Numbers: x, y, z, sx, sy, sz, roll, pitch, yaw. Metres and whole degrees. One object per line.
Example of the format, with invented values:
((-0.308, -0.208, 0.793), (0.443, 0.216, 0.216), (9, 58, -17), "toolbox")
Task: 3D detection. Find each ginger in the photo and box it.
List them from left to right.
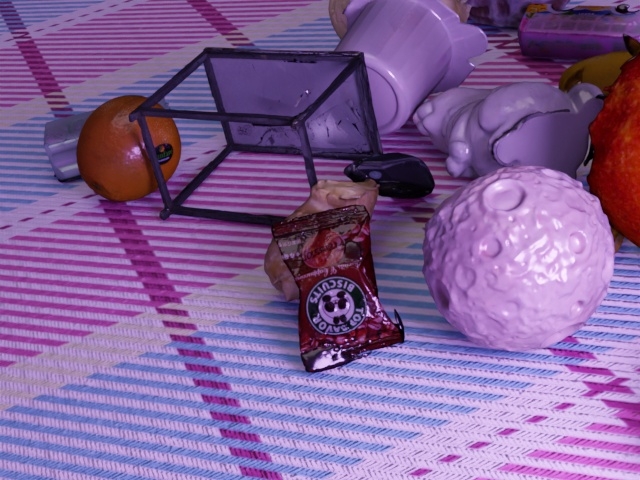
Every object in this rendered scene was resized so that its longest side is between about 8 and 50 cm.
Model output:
((0.000, 0.000, 1.734), (0.138, 0.152, 0.267), (22, 63, 8), "ginger")

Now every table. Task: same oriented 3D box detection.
((-0.108, -0.182, 1.971), (0.335, 0.222, 0.272), (6, 36, 28), "table")

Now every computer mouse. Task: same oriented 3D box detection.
((0.120, -0.115, 1.850), (0.106, 0.192, 0.062), (-8, 73, 41), "computer mouse")

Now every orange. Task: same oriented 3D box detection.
((-0.356, -0.169, 2.067), (0.206, 0.206, 0.206), (-9, 33, 6), "orange")

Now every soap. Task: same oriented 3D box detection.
((-0.421, -0.212, 2.242), (0.261, 0.094, 0.150), (-16, 33, -4), "soap")

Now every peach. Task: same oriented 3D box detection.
((0.563, -0.114, 1.497), (0.310, 0.406, 0.335), (16, 81, 44), "peach")

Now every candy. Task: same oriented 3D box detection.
((0.411, -0.570, 2.383), (0.289, 0.214, 0.157), (7, 32, 27), "candy")

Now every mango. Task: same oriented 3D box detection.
((0.542, -0.271, 1.966), (0.262, 0.130, 0.167), (4, 34, 32), "mango")

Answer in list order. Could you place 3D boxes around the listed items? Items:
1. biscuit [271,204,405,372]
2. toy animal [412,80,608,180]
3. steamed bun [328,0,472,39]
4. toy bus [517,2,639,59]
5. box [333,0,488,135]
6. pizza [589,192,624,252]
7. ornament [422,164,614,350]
((0.024, 0.062, 1.599), (0.151, 0.063, 0.235), (-16, 75, 5), "biscuit")
((0.311, -0.192, 1.891), (0.258, 0.194, 0.357), (-28, 27, -5), "toy animal")
((0.164, -0.443, 2.306), (0.273, 0.166, 0.232), (6, -3, 17), "steamed bun")
((0.536, -0.410, 2.212), (0.274, 0.090, 0.112), (8, 45, 29), "toy bus")
((0.140, -0.313, 2.062), (0.291, 0.262, 0.206), (9, 45, 29), "box")
((0.396, -0.015, 1.698), (0.134, 0.046, 0.175), (4, 36, 23), "pizza")
((0.269, 0.030, 1.495), (0.259, 0.259, 0.225), (-21, 69, -12), "ornament")
